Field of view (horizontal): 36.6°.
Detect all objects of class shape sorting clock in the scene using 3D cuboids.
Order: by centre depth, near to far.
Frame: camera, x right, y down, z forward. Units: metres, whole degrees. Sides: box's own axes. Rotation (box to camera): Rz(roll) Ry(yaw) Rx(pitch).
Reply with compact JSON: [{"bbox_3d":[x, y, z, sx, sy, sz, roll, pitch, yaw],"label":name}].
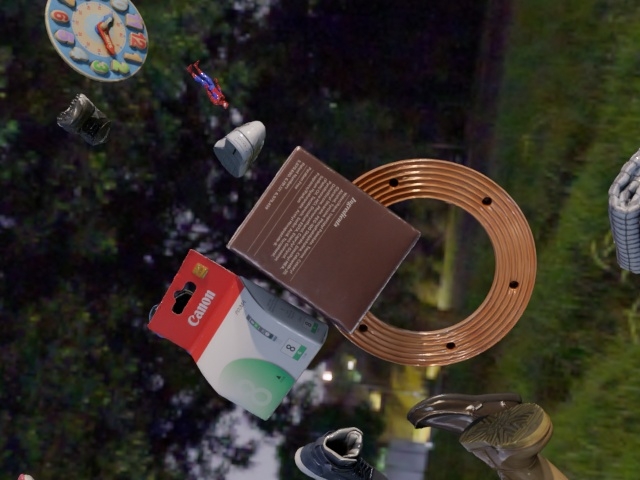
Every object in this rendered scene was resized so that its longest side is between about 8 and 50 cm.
[{"bbox_3d":[-0.410,-0.391,1.793,0.040,0.206,0.206,-20,62,44],"label":"shape sorting clock"}]

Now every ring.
[{"bbox_3d":[0.155,0.036,1.464,0.032,0.337,0.336,-76,-10,-69],"label":"ring"}]

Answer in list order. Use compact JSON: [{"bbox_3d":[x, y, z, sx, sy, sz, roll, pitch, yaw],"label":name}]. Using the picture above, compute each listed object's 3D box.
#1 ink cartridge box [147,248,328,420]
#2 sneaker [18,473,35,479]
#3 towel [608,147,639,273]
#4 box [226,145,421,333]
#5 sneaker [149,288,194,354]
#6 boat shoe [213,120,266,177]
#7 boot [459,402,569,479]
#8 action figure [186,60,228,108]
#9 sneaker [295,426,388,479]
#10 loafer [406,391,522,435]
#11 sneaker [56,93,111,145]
[{"bbox_3d":[-0.127,0.138,1.384,0.181,0.225,0.056,-56,8,34],"label":"ink cartridge box"},{"bbox_3d":[-0.399,0.460,1.444,0.299,0.112,0.121,35,102,49],"label":"sneaker"},{"bbox_3d":[0.499,-0.074,1.224,0.284,0.121,0.235,-45,-32,0],"label":"towel"},{"bbox_3d":[0.000,0.000,1.330,0.167,0.203,0.168,-55,2,-3],"label":"box"},{"bbox_3d":[-0.245,0.125,1.689,0.232,0.081,0.090,16,125,58],"label":"sneaker"},{"bbox_3d":[-0.147,-0.178,1.875,0.083,0.076,0.226,54,166,-8],"label":"boat shoe"},{"bbox_3d":[0.371,0.381,1.526,0.089,0.269,0.236,-46,4,-19],"label":"boot"},{"bbox_3d":[-0.230,-0.321,2.017,0.030,0.115,0.038,-34,5,45],"label":"action figure"},{"bbox_3d":[0.078,0.475,2.042,0.163,0.226,0.086,-47,23,48],"label":"sneaker"},{"bbox_3d":[0.271,0.329,1.794,0.080,0.220,0.078,88,176,-60],"label":"loafer"},{"bbox_3d":[-0.476,-0.243,1.988,0.078,0.106,0.234,-50,14,0],"label":"sneaker"}]
